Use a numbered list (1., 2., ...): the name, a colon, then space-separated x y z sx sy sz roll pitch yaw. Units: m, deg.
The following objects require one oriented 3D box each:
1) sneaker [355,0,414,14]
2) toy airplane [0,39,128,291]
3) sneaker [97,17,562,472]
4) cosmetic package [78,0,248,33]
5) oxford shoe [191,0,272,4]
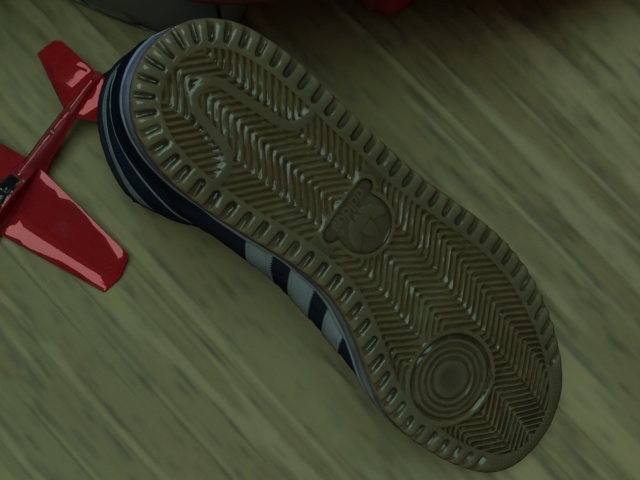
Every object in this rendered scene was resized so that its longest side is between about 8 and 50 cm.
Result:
1. sneaker: 0.129 -0.176 0.575 0.221 0.087 0.128 -45 80 -4
2. toy airplane: -0.153 -0.043 0.590 0.151 0.028 0.151 0 81 1
3. sneaker: 0.000 0.000 0.553 0.099 0.153 0.282 -49 113 -10
4. cosmetic package: -0.060 -0.269 0.571 0.153 0.129 0.296 22 82 -1
5. oxford shoe: 0.090 -0.175 0.465 0.364 0.133 0.130 -16 95 -18
